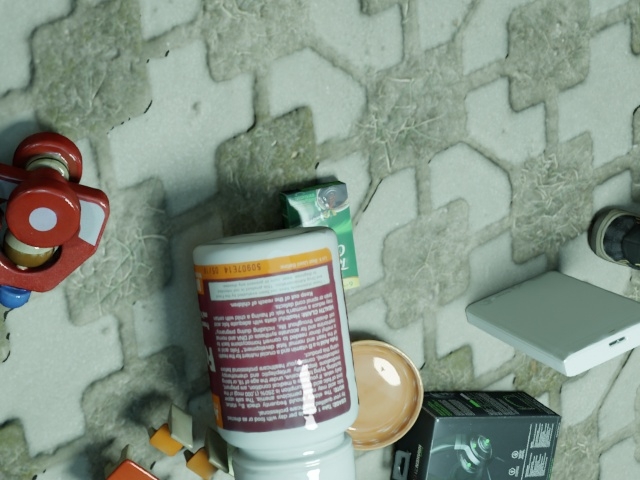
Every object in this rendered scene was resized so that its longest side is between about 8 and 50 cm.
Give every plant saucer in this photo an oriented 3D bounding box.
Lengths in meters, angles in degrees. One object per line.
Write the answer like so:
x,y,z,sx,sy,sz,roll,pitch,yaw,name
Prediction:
0.078,0.265,1.630,0.199,0.037,0.200,-1,100,-5,plant saucer

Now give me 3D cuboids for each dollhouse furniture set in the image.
-0.232,0.438,1.477,0.259,0.135,0.262,40,99,-21,dollhouse furniture set

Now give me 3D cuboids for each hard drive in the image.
0.413,0.133,1.605,0.203,0.307,0.040,-21,108,-16,hard drive

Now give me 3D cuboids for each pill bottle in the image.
-0.062,0.185,1.433,0.224,0.224,0.392,-9,94,-19,pill bottle

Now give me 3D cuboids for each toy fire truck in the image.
-0.468,-0.025,1.325,0.302,0.169,0.254,15,120,-23,toy fire truck

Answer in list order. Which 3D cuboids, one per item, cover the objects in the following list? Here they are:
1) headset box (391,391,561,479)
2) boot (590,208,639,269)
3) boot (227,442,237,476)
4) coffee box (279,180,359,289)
0.269,0.412,1.707,0.283,0.131,0.247,2,101,-22,headset box
0.725,0.037,1.718,0.377,0.284,0.138,13,97,-22,boot
-0.050,0.350,1.597,0.213,0.077,0.165,27,91,-17,boot
0.000,0.000,1.560,0.113,0.040,0.184,-12,106,-18,coffee box
